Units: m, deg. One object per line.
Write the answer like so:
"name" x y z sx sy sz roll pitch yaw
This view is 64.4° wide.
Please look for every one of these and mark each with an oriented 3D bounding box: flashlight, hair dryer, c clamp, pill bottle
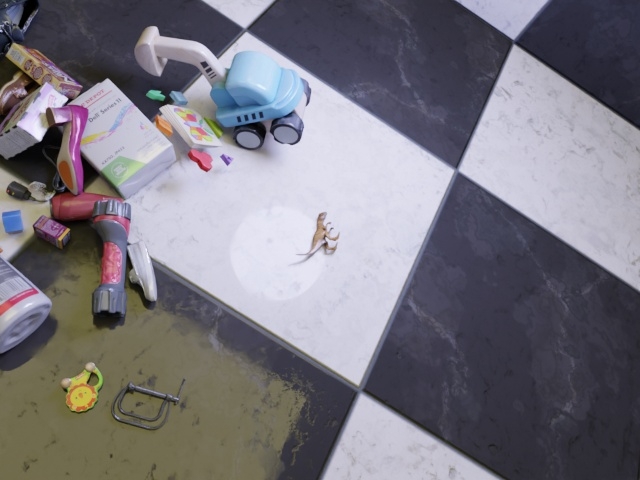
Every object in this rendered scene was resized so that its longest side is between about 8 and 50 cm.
"flashlight" -0.560 0.046 1.348 0.103 0.103 0.303 5 70 -23
"hair dryer" -0.694 -0.155 1.435 0.294 0.080 0.223 30 56 -6
"c clamp" -0.439 0.404 1.290 0.161 0.022 0.137 16 65 -15
"pill bottle" -0.818 0.104 1.197 0.319 0.176 0.176 41 57 2

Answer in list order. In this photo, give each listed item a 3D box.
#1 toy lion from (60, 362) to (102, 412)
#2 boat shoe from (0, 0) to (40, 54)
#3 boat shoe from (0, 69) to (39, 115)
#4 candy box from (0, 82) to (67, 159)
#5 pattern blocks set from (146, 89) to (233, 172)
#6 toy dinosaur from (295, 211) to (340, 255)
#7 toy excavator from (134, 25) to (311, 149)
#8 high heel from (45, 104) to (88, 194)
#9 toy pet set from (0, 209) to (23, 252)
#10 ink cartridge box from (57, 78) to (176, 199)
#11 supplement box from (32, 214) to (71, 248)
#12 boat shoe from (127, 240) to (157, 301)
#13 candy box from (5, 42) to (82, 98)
"toy lion" -0.580 0.365 1.248 0.100 0.034 0.096 -36 88 -32
"boat shoe" -0.959 -0.650 1.555 0.113 0.127 0.339 9 52 -4
"boat shoe" -0.897 -0.435 1.506 0.060 0.064 0.177 21 56 -8
"candy box" -0.811 -0.328 1.406 0.070 0.196 0.164 43 49 -39
"pattern blocks set" -0.402 -0.355 1.598 0.325 0.026 0.285 46 26 1
"toy dinosaur" 0.000 0.000 1.654 0.113 0.064 0.211 14 49 6
"toy excavator" -0.292 -0.512 1.614 0.434 0.445 0.222 -3 57 24
"high heel" -0.662 -0.249 1.393 0.117 0.082 0.243 -22 97 -54
"toy pet set" -0.840 -0.035 1.324 0.114 0.065 0.122 -12 70 -26
"ink cartridge box" -0.624 -0.321 1.495 0.353 0.119 0.207 45 75 5
"supplement box" -0.724 -0.022 1.371 0.083 0.055 0.043 30 56 -6
"boat shoe" -0.497 0.087 1.403 0.063 0.066 0.184 -16 73 -13
"candy box" -0.836 -0.510 1.541 0.187 0.109 0.053 38 102 1
